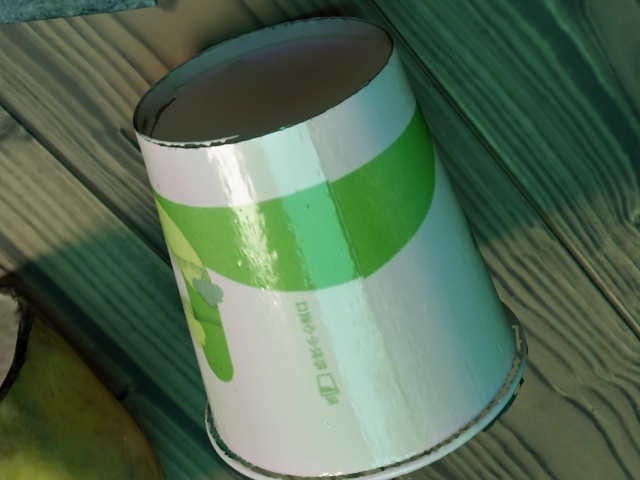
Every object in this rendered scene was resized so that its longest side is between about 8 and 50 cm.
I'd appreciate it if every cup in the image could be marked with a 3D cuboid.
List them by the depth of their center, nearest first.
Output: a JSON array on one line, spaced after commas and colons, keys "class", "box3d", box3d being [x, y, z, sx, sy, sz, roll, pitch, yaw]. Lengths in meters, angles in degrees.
[{"class": "cup", "box3d": [0.000, 0.000, 1.150, 0.253, 0.253, 0.274, -19, 119, -2]}]

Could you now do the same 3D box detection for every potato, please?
[{"class": "potato", "box3d": [-0.219, 0.191, 1.228, 0.229, 0.229, 0.266, -36, 121, 9]}]

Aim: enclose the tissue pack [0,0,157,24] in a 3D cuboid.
[{"class": "tissue pack", "box3d": [-0.239, -0.227, 1.020, 0.257, 0.081, 0.185, -8, 124, -11]}]
